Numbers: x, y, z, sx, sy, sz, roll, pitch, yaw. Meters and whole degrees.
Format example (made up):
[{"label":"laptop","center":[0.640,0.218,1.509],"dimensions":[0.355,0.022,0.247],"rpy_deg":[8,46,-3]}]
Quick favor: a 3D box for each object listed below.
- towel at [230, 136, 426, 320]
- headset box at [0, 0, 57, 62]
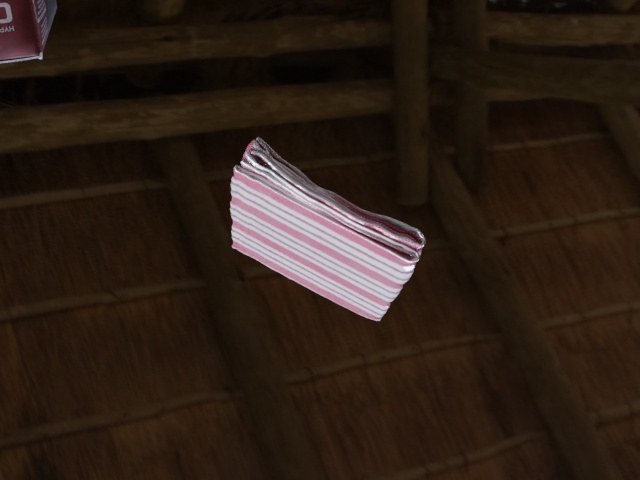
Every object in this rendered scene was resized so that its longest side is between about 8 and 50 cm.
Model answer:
[{"label":"towel","center":[0.000,0.000,0.771],"dimensions":[0.144,0.197,0.029],"rpy_deg":[29,-108,4]},{"label":"headset box","center":[-0.230,-0.231,0.593],"dimensions":[0.110,0.218,0.293],"rpy_deg":[-9,-69,-9]}]
